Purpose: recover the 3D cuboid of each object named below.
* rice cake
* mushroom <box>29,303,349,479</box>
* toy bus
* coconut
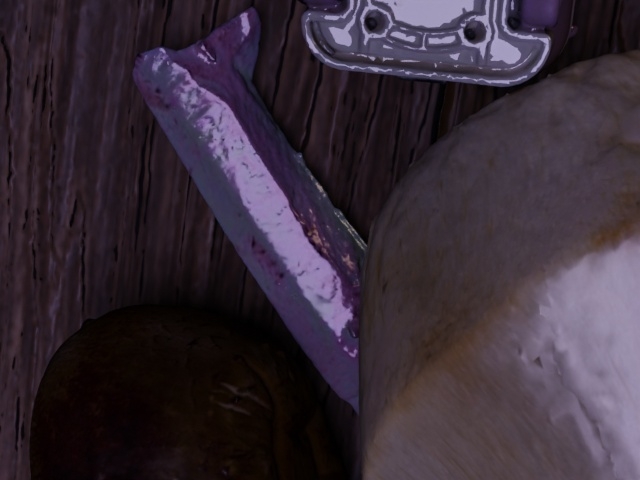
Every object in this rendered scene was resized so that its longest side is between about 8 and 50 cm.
[{"bbox_3d":[-0.001,0.003,0.951,0.081,0.051,0.290,-30,98,15],"label":"rice cake"},{"bbox_3d":[-0.058,0.142,0.924,0.138,0.194,0.231,-27,109,15],"label":"mushroom"},{"bbox_3d":[0.068,-0.183,0.846,0.142,0.142,0.202,7,104,8],"label":"toy bus"},{"bbox_3d":[0.153,0.075,0.798,0.329,0.329,0.328,2,104,9],"label":"coconut"}]
